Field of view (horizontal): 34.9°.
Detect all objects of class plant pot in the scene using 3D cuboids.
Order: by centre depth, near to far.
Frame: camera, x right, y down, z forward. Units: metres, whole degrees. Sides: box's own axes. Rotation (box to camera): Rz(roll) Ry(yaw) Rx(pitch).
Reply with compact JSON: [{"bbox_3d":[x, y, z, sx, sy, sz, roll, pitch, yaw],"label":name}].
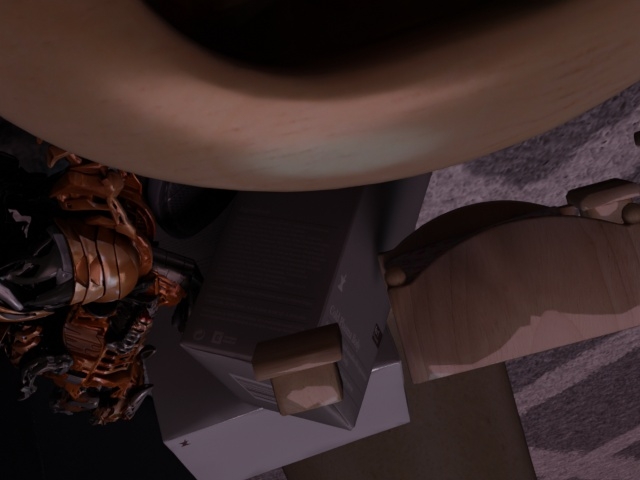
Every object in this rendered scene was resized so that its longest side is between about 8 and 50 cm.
[{"bbox_3d":[0.088,0.213,1.084,0.334,0.305,0.334,-15,150,-9],"label":"plant pot"}]

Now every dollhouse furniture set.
[{"bbox_3d":[0.122,-0.054,0.652,0.356,0.173,0.303,-15,-173,2],"label":"dollhouse furniture set"}]

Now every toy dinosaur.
[{"bbox_3d":[-0.185,-0.001,0.681,0.218,0.164,0.322,3,111,-6],"label":"toy dinosaur"}]

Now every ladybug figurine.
[{"bbox_3d":[0.028,-0.189,0.458,0.449,0.162,0.305,-16,106,-9],"label":"ladybug figurine"}]

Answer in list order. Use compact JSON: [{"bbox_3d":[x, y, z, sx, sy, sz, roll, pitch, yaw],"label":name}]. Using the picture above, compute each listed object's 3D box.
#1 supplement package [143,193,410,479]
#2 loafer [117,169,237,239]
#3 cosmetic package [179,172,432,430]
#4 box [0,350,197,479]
[{"bbox_3d":[-0.048,0.074,0.874,0.194,0.203,0.149,-18,150,-2],"label":"supplement package"},{"bbox_3d":[-0.105,-0.109,0.677,0.109,0.095,0.302,-44,162,-21],"label":"loafer"},{"bbox_3d":[0.000,0.000,0.738,0.107,0.238,0.127,11,159,25],"label":"cosmetic package"},{"bbox_3d":[-0.325,0.292,1.094,0.313,0.179,0.343,-26,150,12],"label":"box"}]
